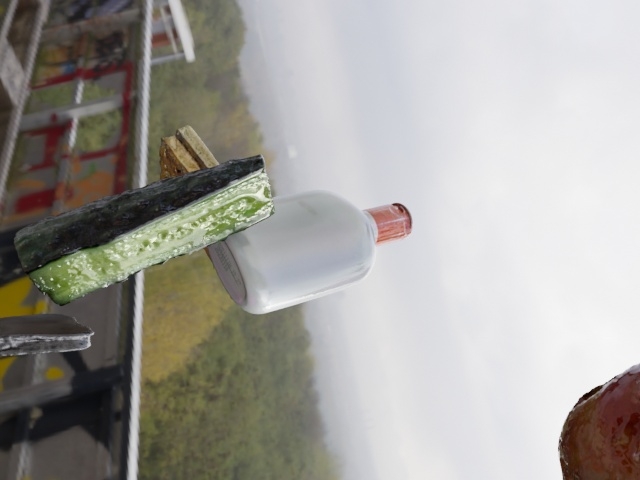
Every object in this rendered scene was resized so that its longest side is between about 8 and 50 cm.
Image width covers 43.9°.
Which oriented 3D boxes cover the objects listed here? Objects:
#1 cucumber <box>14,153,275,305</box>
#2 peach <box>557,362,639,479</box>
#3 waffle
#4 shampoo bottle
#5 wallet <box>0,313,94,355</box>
[{"bbox_3d":[-0.143,-0.021,0.668,0.078,0.211,0.062,72,-7,-60],"label":"cucumber"},{"bbox_3d":[0.489,0.350,1.002,0.339,0.353,0.416,-44,-115,42],"label":"peach"},{"bbox_3d":[-0.124,-0.042,0.871,0.148,0.042,0.102,52,-26,19],"label":"waffle"},{"bbox_3d":[0.000,0.000,0.770,0.051,0.221,0.108,-48,-116,47],"label":"shampoo bottle"},{"bbox_3d":[-0.232,0.075,0.644,0.157,0.082,0.018,180,-88,-65],"label":"wallet"}]
